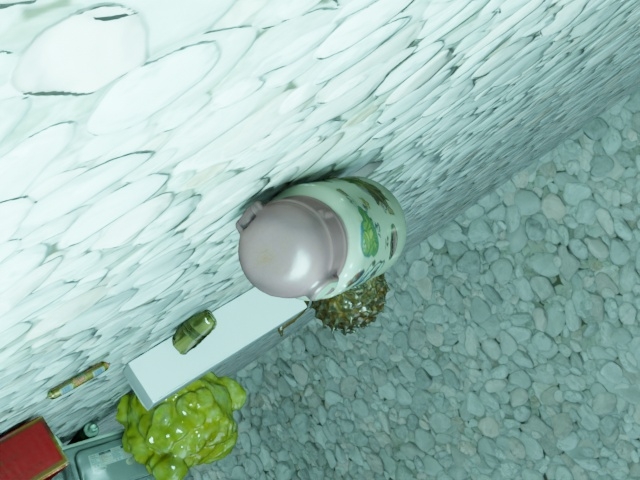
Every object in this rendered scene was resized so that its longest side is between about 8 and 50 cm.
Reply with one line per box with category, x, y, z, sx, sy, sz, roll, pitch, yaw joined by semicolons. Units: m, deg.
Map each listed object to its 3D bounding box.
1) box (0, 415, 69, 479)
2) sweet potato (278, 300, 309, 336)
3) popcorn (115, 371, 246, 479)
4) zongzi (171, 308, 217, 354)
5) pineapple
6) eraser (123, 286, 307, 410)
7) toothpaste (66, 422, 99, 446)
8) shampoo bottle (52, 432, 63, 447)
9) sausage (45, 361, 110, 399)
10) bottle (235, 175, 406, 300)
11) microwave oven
box;-0.525;0.375;1.400;0.313;0.089;0.197;-30;175;-36
sweet potato;-0.032;0.080;1.808;0.226;0.068;0.068;-52;-176;-31
popcorn;-0.271;0.357;1.983;0.242;0.235;0.250;-56;-164;-4
zongzi;-0.184;0.129;1.505;0.076;0.040;0.083;-41;-175;9
pineapple;0.050;0.110;2.014;0.166;0.166;0.193;-31;176;-21
eraser;-0.168;0.158;1.618;0.298;0.076;0.078;-31;173;-23
toothpaste;-0.507;0.420;2.163;0.049;0.031;0.204;-11;165;-28
shampoo bottle;-0.493;0.373;1.746;0.072;0.049;0.212;-35;176;-28
sausage;-0.315;0.182;1.310;0.100;0.015;0.015;-29;173;-39
bottle;0.000;0.000;1.005;0.120;0.120;0.253;-36;175;21
microwave oven;-0.469;0.491;2.123;0.240;0.145;0.194;-13;170;-25
